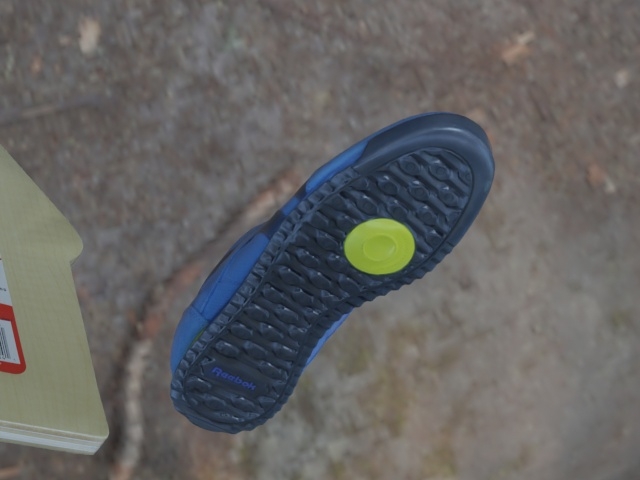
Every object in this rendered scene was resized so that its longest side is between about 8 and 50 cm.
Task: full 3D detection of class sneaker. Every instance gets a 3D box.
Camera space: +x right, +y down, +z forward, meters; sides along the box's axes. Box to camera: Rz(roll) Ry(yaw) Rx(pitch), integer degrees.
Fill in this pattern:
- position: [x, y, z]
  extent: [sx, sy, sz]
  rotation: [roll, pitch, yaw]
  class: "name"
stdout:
- position: [0.000, 0.000, 0.911]
  extent: [0.069, 0.082, 0.209]
  rotation: [31, 124, -19]
  class: "sneaker"

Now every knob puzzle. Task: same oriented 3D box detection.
- position: [-0.171, -0.008, 0.670]
  extent: [0.213, 0.213, 0.030]
  rotation: [14, 127, -30]
  class: "knob puzzle"
